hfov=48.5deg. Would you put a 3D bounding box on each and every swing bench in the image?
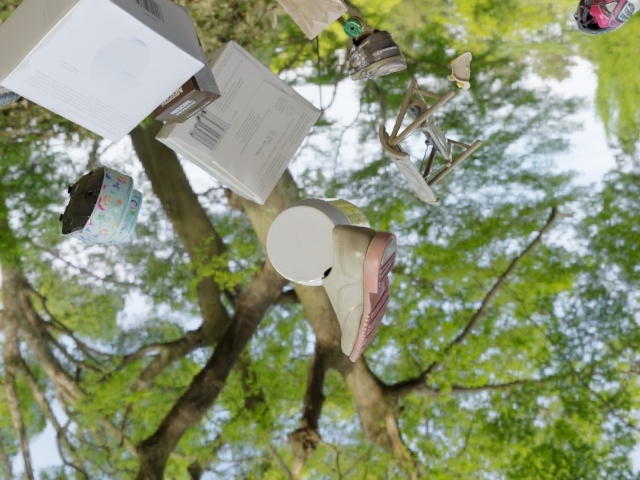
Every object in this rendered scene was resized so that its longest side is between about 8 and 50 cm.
[{"bbox_3d":[0.305,-0.283,2.079,0.165,0.253,0.255,27,-103,42],"label":"swing bench"}]

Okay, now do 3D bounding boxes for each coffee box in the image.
[{"bbox_3d":[-0.259,-0.354,2.170,0.338,0.338,0.334,34,176,-20],"label":"coffee box"},{"bbox_3d":[-0.352,-0.420,1.676,0.141,0.247,0.098,-29,167,28],"label":"coffee box"}]

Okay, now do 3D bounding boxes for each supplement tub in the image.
[{"bbox_3d":[0.000,0.000,1.997,0.240,0.241,0.331,3,-175,16],"label":"supplement tub"}]

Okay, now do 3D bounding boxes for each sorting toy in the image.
[{"bbox_3d":[-0.022,-0.579,1.688,0.132,0.274,0.046,-28,-157,41],"label":"sorting toy"},{"bbox_3d":[0.334,-0.380,1.653,0.044,0.083,0.075,-3,157,27],"label":"sorting toy"}]

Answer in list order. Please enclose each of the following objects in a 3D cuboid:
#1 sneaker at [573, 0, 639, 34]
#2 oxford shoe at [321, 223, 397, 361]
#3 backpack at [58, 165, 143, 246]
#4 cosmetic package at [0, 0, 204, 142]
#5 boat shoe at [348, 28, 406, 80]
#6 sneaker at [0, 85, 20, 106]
[{"bbox_3d":[0.589,-0.491,1.506,0.112,0.121,0.299,-39,179,9],"label":"sneaker"},{"bbox_3d":[0.078,0.118,1.647,0.146,0.397,0.140,21,-140,17],"label":"oxford shoe"},{"bbox_3d":[-0.633,-0.097,2.074,0.191,0.225,0.253,22,160,-28],"label":"backpack"},{"bbox_3d":[-0.350,-0.307,1.131,0.224,0.224,0.138,28,-145,-48],"label":"cosmetic package"},{"bbox_3d":[0.153,-0.532,2.004,0.132,0.130,0.355,-17,-167,-10],"label":"boat shoe"},{"bbox_3d":[-0.838,-0.487,2.031,0.297,0.129,0.111,-26,-179,-28],"label":"sneaker"}]
